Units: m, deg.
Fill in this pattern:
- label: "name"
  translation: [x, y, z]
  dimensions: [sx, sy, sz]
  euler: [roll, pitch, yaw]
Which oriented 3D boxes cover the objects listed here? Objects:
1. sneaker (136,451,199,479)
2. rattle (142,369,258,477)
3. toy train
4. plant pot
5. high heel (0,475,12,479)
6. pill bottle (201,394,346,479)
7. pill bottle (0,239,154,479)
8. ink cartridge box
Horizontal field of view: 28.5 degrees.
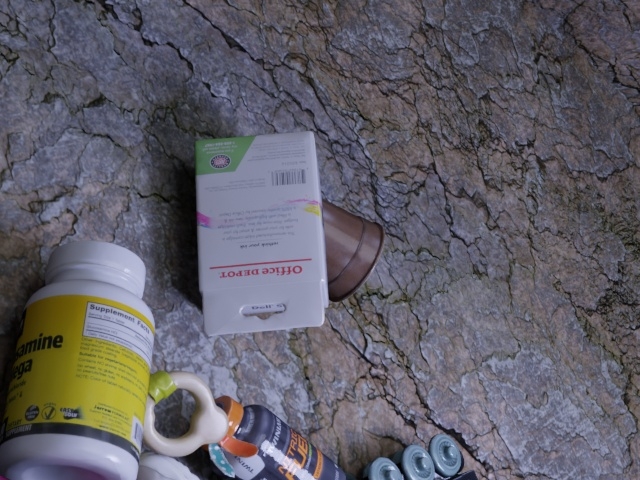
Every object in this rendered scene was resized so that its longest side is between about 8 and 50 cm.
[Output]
- label: "sneaker"
  translation: [-0.213, 0.418, 1.829]
  dimensions: [0.115, 0.090, 0.232]
  euler: [-36, 96, -47]
- label: "rattle"
  translation: [-0.207, 0.271, 1.877]
  dimensions: [0.200, 0.143, 0.130]
  euler: [30, 60, -30]
- label: "toy train"
  translation: [0.155, 0.454, 2.166]
  dimensions: [0.334, 0.142, 0.190]
  euler: [-10, 73, -50]
- label: "plant pot"
  translation: [0.000, 0.000, 2.251]
  dimensions: [0.165, 0.167, 0.167]
  euler: [32, 48, -23]
- label: "high heel"
  translation: [-0.395, 0.343, 1.609]
  dimensions: [0.377, 0.127, 0.181]
  euler: [55, 7, -37]
- label: "pill bottle"
  translation: [-0.085, 0.345, 1.976]
  dimensions: [0.246, 0.130, 0.130]
  euler: [42, 44, -24]
- label: "pill bottle"
  translation: [-0.331, 0.176, 1.751]
  dimensions: [0.188, 0.188, 0.333]
  euler: [29, 50, -35]
- label: "ink cartridge box"
  translation: [-0.096, 0.005, 2.083]
  dimensions: [0.119, 0.207, 0.353]
  euler: [82, 4, -65]
